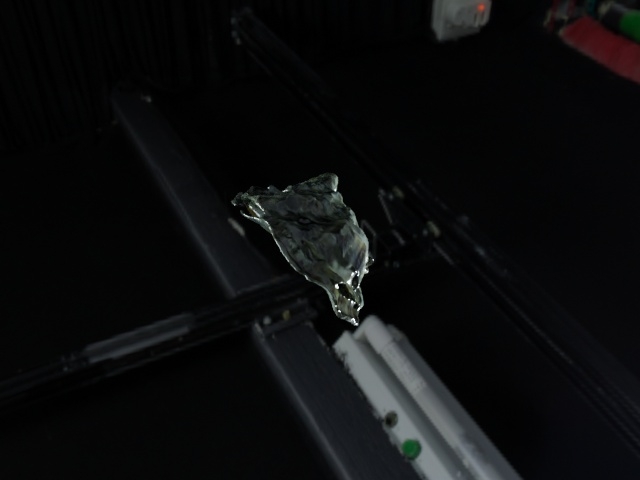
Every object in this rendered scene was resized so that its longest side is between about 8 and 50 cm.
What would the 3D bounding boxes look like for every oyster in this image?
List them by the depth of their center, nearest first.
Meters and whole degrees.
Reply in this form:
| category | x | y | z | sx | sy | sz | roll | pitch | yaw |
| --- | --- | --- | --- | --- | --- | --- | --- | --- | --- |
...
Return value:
| category | x | y | z | sx | sy | sz | roll | pitch | yaw |
| --- | --- | --- | --- | --- | --- | --- | --- | --- | --- |
| oyster | -0.002 | 0.003 | 0.722 | 0.199 | 0.087 | 0.252 | 45 | -167 | 24 |
